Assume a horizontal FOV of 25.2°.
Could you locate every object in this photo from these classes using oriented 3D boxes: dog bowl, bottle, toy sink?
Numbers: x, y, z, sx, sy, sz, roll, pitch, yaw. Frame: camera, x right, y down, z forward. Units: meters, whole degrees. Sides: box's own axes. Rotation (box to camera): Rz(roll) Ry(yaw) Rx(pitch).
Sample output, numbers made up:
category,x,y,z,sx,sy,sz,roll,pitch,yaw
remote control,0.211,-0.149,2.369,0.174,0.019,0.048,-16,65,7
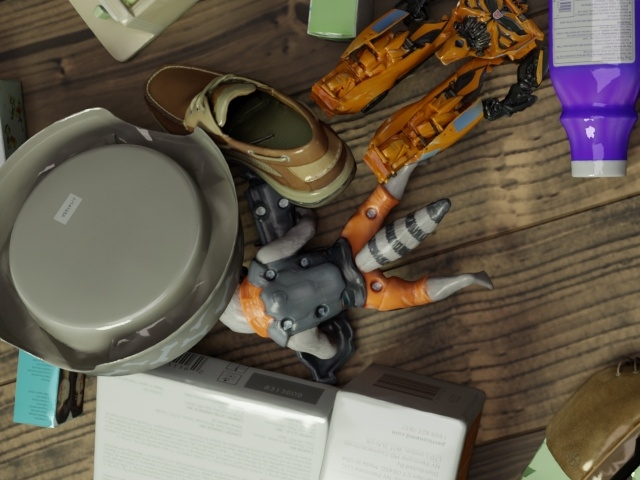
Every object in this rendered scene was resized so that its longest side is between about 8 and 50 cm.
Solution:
category,x,y,z,sx,sy,sz,roll,pitch,yaw
dog bowl,-0.252,0.007,1.753,0.348,0.102,0.349,-6,64,13
bottle,0.335,-0.217,1.727,0.118,0.092,0.283,0,93,23
toy sink,-0.235,-0.358,1.831,0.234,0.131,0.153,-38,84,13

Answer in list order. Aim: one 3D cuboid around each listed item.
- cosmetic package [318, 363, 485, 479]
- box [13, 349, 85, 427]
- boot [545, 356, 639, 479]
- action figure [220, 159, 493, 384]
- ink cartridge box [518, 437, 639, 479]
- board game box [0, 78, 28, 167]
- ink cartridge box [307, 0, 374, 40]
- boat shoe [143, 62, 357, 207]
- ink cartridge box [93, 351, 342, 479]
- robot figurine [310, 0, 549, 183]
category,x,y,z,sx,sy,sz,roll,pitch,yaw
cosmetic package,0.070,0.399,1.756,0.161,0.230,0.453,13,97,11
box,-0.350,0.118,1.901,0.060,0.100,0.244,7,95,12
boot,0.398,0.172,1.737,0.305,0.112,0.115,-46,63,7
action figure,0.000,0.000,1.782,0.330,0.178,0.341,-27,88,4
ink cartridge box,0.310,0.357,1.789,0.171,0.056,0.235,32,102,10
board game box,-0.501,-0.053,1.929,0.224,0.097,0.303,-6,93,12
ink cartridge box,0.033,-0.353,1.782,0.062,0.109,0.209,6,95,12
boat shoe,-0.095,-0.157,1.771,0.324,0.120,0.122,26,72,32
ink cartridge box,-0.142,0.338,1.882,0.308,0.091,0.385,12,117,12
robot figurine,0.145,-0.211,1.734,0.291,0.085,0.211,-38,85,-12
